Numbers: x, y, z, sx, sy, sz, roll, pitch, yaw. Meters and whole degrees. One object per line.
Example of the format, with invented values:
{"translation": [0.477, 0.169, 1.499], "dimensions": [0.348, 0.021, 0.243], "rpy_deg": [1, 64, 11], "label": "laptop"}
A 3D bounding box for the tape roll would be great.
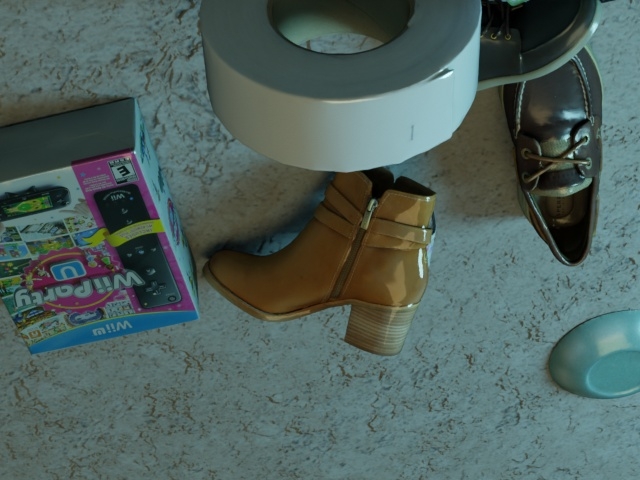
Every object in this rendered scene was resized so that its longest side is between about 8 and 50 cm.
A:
{"translation": [0.022, -0.201, 1.675], "dimensions": [0.286, 0.286, 0.100], "rpy_deg": [-6, 137, -4], "label": "tape roll"}

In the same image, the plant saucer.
{"translation": [0.423, 0.175, 2.342], "dimensions": [0.195, 0.037, 0.195], "rpy_deg": [-5, 137, -4], "label": "plant saucer"}

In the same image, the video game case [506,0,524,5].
{"translation": [0.263, -0.306, 1.644], "dimensions": [0.212, 0.023, 0.193], "rpy_deg": [-24, 169, 15], "label": "video game case"}

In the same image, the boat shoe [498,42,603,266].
{"translation": [0.284, -0.102, 1.950], "dimensions": [0.123, 0.123, 0.342], "rpy_deg": [-10, 138, 0], "label": "boat shoe"}

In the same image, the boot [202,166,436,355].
{"translation": [0.000, 0.000, 2.015], "dimensions": [0.283, 0.109, 0.220], "rpy_deg": [21, 115, 21], "label": "boot"}

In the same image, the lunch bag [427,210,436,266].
{"translation": [0.116, -0.006, 2.052], "dimensions": [0.053, 0.083, 0.071], "rpy_deg": [-3, 138, -8], "label": "lunch bag"}

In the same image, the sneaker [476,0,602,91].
{"translation": [0.188, -0.232, 1.792], "dimensions": [0.222, 0.083, 0.118], "rpy_deg": [-20, 137, 37], "label": "sneaker"}

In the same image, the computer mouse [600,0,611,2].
{"translation": [0.374, -0.312, 1.811], "dimensions": [0.242, 0.041, 0.071], "rpy_deg": [-13, 127, -5], "label": "computer mouse"}

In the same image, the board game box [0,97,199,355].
{"translation": [-0.286, -0.010, 1.966], "dimensions": [0.224, 0.097, 0.303], "rpy_deg": [-13, 139, 3], "label": "board game box"}
